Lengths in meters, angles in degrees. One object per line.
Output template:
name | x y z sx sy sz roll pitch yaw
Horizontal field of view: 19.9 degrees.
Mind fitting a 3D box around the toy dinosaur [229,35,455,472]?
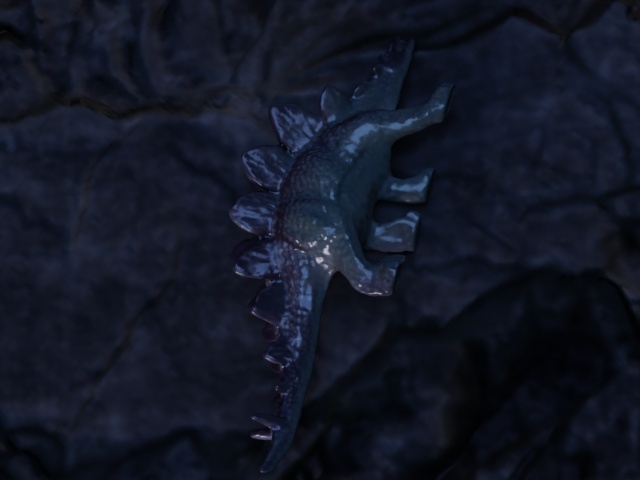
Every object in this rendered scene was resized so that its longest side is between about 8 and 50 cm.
toy dinosaur | 0.000 0.001 0.756 0.082 0.039 0.209 10 66 13
